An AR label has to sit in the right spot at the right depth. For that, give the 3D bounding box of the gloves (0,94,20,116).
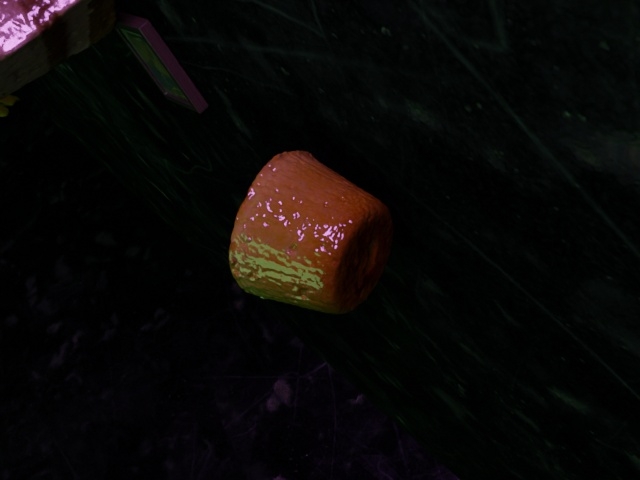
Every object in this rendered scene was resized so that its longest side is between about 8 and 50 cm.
[{"bbox_3d":[-0.687,-0.320,1.289,0.294,0.116,0.133,25,-141,-43],"label":"gloves"}]

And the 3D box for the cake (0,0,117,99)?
[{"bbox_3d":[-0.457,-0.331,1.002,0.196,0.293,0.199,54,166,-8],"label":"cake"}]

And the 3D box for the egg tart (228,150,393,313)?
[{"bbox_3d":[0.000,0.000,0.900,0.147,0.202,0.202,22,157,27],"label":"egg tart"}]

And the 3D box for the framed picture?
[{"bbox_3d":[-0.260,-0.285,1.143,0.128,0.023,0.168,31,161,47],"label":"framed picture"}]
